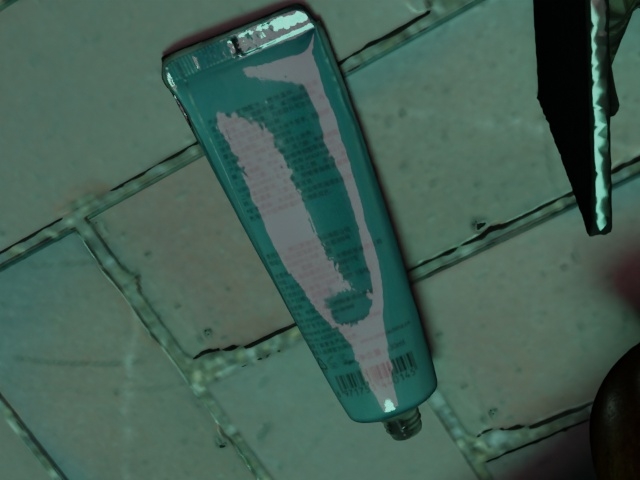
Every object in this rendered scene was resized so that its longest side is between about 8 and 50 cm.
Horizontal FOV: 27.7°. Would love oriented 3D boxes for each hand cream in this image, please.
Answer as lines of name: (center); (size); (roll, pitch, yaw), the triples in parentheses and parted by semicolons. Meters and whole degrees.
hand cream: (0.000, 0.000, 0.640); (0.083, 0.048, 0.224); (-18, 105, 17)

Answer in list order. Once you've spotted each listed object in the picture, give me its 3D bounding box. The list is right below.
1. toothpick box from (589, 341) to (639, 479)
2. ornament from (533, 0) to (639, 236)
toothpick box: (0.158, 0.177, 0.618); (0.192, 0.192, 0.294); (34, 122, -7)
ornament: (0.184, -0.118, 0.499); (0.196, 0.153, 0.166); (-7, 116, 3)
